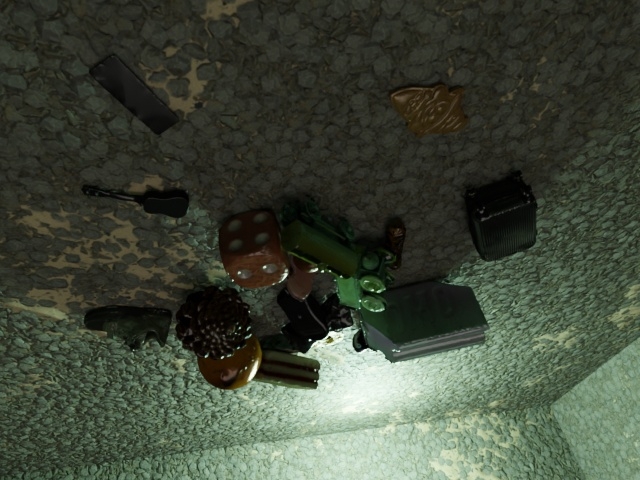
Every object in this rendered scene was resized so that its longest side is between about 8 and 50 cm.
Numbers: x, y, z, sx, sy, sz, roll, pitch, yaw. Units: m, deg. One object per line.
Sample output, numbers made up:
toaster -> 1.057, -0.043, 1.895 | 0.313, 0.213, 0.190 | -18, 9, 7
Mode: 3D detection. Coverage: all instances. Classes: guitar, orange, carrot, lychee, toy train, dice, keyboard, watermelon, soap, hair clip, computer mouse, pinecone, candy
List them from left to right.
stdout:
guitar -> -0.493, -0.109, 1.199 | 0.271, 0.038, 0.084 | 6, 135, -21
keyboard -> -0.409, -0.319, 0.997 | 0.074, 0.015, 0.196 | -30, 137, 14
pinecone -> -0.380, 0.286, 1.535 | 0.264, 0.264, 0.264 | -7, 140, -6
orange -> -0.348, 0.446, 1.723 | 0.246, 0.246, 0.246 | -7, 140, -6
dice -> -0.196, 0.029, 1.332 | 0.179, 0.174, 0.175 | -13, 141, -1
candy -> -0.174, 0.562, 1.950 | 0.321, 0.135, 0.179 | 25, 152, -34
watermelon -> -0.153, 0.448, 1.919 | 0.187, 0.071, 0.139 | 9, 155, -7
hair clip -> -0.062, 0.121, 1.504 | 0.123, 0.138, 0.102 | 26, 122, -27
computer mouse -> -0.059, 0.262, 1.684 | 0.147, 0.088, 0.264 | -14, 121, 31
lychee -> -0.045, 0.050, 1.451 | 0.101, 0.114, 0.140 | -44, 146, 22
toy train -> 0.006, -0.003, 1.332 | 0.126, 0.189, 0.307 | -38, 135, 24
toy train -> 0.151, 0.129, 1.530 | 0.188, 0.159, 0.271 | 11, 144, 19
carrot -> 0.253, 0.020, 1.521 | 0.069, 0.069, 0.228 | -10, 141, -3
soap -> 0.381, 0.308, 1.734 | 0.446, 0.261, 0.156 | -14, 140, 3

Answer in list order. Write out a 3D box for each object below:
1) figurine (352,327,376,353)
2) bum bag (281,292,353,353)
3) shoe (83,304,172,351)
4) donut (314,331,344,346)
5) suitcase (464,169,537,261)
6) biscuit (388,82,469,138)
figurine -> 0.236, 0.407, 1.933 | 0.222, 0.145, 0.145 | -28, 139, 2
bum bag -> -0.007, 0.336, 1.783 | 0.340, 0.095, 0.144 | -36, 94, 25
shoe -> -0.674, 0.318, 1.566 | 0.293, 0.149, 0.109 | 2, 139, -18
donut -> 0.022, 0.397, 1.903 | 0.152, 0.058, 0.152 | -8, 140, -7
suitcase -> 0.586, -0.067, 1.453 | 0.202, 0.128, 0.312 | -21, 140, 10
biscuit -> 0.281, -0.334, 1.145 | 0.250, 0.035, 0.162 | 12, 130, -24
